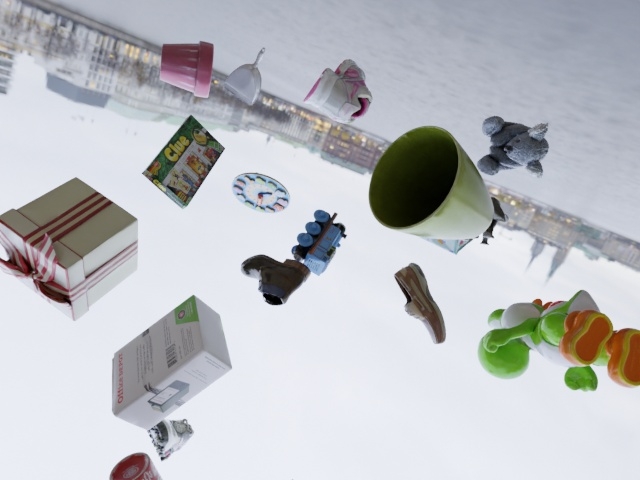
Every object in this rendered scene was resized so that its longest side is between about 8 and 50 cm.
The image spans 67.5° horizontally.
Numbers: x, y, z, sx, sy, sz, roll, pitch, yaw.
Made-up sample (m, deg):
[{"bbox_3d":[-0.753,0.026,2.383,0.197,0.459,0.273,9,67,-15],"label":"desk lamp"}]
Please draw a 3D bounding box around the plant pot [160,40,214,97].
[{"bbox_3d":[-0.502,-0.650,1.791,0.180,0.201,0.201,4,-161,-18],"label":"plant pot"}]

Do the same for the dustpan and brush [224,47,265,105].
[{"bbox_3d":[-0.276,-0.662,1.887,0.147,0.211,0.060,36,-150,6],"label":"dustpan and brush"}]

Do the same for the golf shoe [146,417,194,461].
[{"bbox_3d":[-0.430,0.546,1.375,0.120,0.273,0.105,-24,-111,-26],"label":"golf shoe"}]

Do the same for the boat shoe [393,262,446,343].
[{"bbox_3d":[0.376,0.250,1.837,0.116,0.325,0.123,-20,167,-8],"label":"boat shoe"}]

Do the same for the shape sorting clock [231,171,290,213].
[{"bbox_3d":[-0.203,-0.156,1.622,0.206,0.206,0.040,18,-122,-14],"label":"shape sorting clock"}]

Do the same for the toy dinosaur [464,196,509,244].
[{"bbox_3d":[0.524,-0.077,1.536,0.120,0.160,0.313,10,171,13],"label":"toy dinosaur"}]

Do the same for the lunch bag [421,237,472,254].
[{"bbox_3d":[0.445,-0.110,1.746,0.160,0.262,0.223,-38,-132,-26],"label":"lunch bag"}]

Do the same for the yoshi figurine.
[{"bbox_3d":[0.443,0.224,0.968,0.202,0.204,0.362,-17,179,-12],"label":"yoshi figurine"}]

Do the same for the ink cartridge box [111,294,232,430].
[{"bbox_3d":[-0.373,0.299,1.186,0.115,0.272,0.198,49,-172,-40],"label":"ink cartridge box"}]

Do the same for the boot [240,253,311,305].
[{"bbox_3d":[-0.137,0.097,1.169,0.219,0.082,0.106,0,-138,38],"label":"boot"}]

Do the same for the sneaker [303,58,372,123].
[{"bbox_3d":[0.055,-0.306,1.023,0.111,0.103,0.252,40,-146,-2],"label":"sneaker"}]

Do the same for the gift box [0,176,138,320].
[{"bbox_3d":[-0.641,0.009,1.202,0.255,0.276,0.258,29,-134,13],"label":"gift box"}]

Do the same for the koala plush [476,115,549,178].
[{"bbox_3d":[0.652,-0.300,1.544,0.203,0.196,0.221,0,-167,-10],"label":"koala plush"}]

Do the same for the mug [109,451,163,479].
[{"bbox_3d":[-0.410,0.585,1.073,0.113,0.169,0.150,0,-155,31],"label":"mug"}]

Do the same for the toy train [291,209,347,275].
[{"bbox_3d":[0.000,0.000,1.223,0.105,0.080,0.184,31,-131,3],"label":"toy train"}]

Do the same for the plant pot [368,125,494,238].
[{"bbox_3d":[0.324,-0.111,1.265,0.293,0.275,0.275,24,-171,-39],"label":"plant pot"}]

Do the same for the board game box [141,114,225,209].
[{"bbox_3d":[-0.356,-0.215,1.275,0.136,0.030,0.260,42,-138,-24],"label":"board game box"}]

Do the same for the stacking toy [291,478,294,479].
[{"bbox_3d":[-0.064,0.839,1.400,0.167,0.221,0.052,28,165,2],"label":"stacking toy"}]
